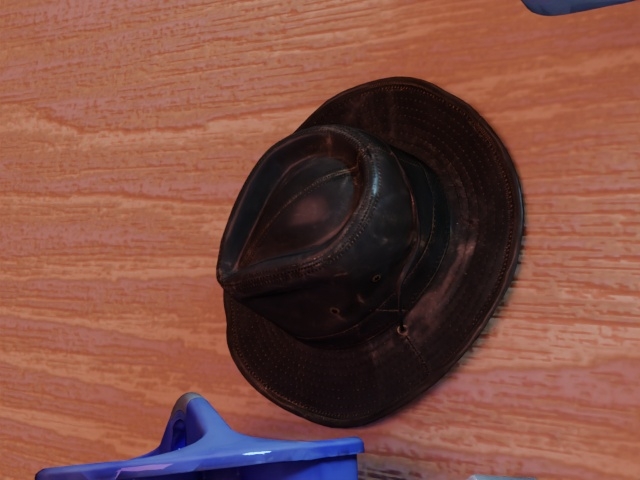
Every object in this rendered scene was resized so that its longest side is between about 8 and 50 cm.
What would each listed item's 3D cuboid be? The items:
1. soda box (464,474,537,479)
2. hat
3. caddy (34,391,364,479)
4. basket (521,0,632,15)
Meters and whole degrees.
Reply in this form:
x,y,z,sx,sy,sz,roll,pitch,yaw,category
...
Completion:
x,y,z,sx,sy,sz,roll,pitch,yaw,category
0.158,0.307,0.717,0.091,0.098,0.286,-41,56,25,soda box
0.000,0.000,0.902,0.331,0.134,0.331,-10,73,37,hat
-0.098,0.209,0.822,0.341,0.241,0.179,141,125,-69,caddy
0.267,-0.288,0.705,0.255,0.201,0.289,1,70,39,basket
